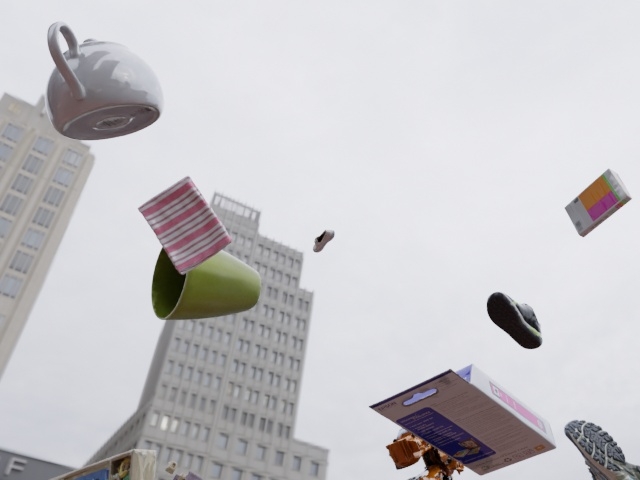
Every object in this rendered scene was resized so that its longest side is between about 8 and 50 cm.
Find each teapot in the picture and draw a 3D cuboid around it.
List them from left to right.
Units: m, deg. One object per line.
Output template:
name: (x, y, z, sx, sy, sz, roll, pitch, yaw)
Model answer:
teapot: (-0.456, -0.329, 1.338, 0.253, 0.187, 0.256, -13, -5, -38)

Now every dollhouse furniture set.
dollhouse furniture set: (-0.345, 0.586, 1.488, 0.091, 0.114, 0.081, 36, -48, -8)

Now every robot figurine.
robot figurine: (0.234, 0.472, 1.384, 0.085, 0.211, 0.291, -26, -15, 21)

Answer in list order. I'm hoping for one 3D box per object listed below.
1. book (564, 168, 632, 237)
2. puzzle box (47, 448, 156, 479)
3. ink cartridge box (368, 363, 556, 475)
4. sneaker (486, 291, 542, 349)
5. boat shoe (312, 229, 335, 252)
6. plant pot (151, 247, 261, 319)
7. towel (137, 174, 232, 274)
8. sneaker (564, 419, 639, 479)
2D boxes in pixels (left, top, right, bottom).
book: (0.659, -0.088, 1.546, 0.035, 0.096, 0.144, 21, -50, -28)
puzzle box: (-0.459, 0.591, 1.293, 0.052, 0.272, 0.409, 20, -36, -38)
ink cartridge box: (0.270, 0.328, 1.208, 0.176, 0.069, 0.371, -33, -51, 28)
sneaker: (0.540, 0.206, 1.801, 0.084, 0.097, 0.234, -19, -56, 41)
boat shoe: (0.000, 0.000, 1.792, 0.035, 0.035, 0.100, 15, -36, -28)
plant pot: (-0.347, 0.137, 2.070, 0.294, 0.274, 0.275, 14, -35, -33)
towel: (-0.311, -0.037, 1.481, 0.144, 0.197, 0.029, -34, -10, -4)
sneaker: (0.723, 0.588, 1.653, 0.283, 0.110, 0.122, 45, -46, 17)
